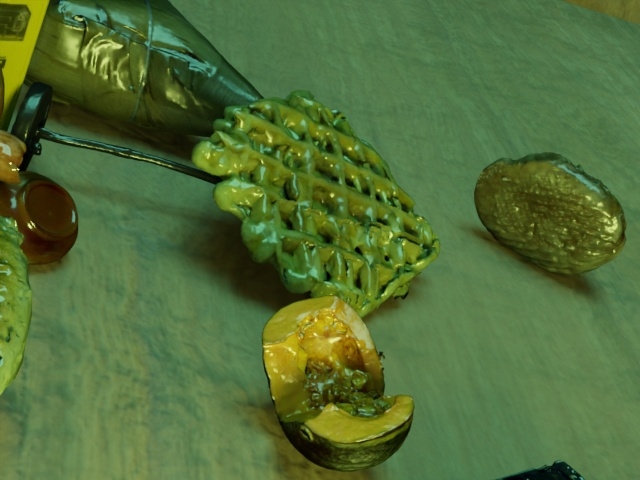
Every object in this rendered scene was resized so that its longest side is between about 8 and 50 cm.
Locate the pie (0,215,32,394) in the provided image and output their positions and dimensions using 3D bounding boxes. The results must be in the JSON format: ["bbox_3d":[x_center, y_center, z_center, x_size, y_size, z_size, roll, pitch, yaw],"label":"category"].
[{"bbox_3d":[-0.381,0.059,1.209,0.296,0.078,0.371,22,44,0],"label":"pie"}]

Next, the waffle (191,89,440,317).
[{"bbox_3d":[0.001,-0.049,1.754,0.297,0.073,0.317,50,31,5],"label":"waffle"}]

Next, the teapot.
[{"bbox_3d":[-0.301,-0.019,1.580,0.129,0.078,0.098,-3,73,-60],"label":"teapot"}]

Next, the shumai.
[{"bbox_3d":[0.318,-0.046,2.030,0.209,0.161,0.153,13,21,29],"label":"shumai"}]

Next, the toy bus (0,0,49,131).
[{"bbox_3d":[-0.384,-0.257,1.690,0.144,0.330,0.152,-4,37,-44],"label":"toy bus"}]

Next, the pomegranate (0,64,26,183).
[{"bbox_3d":[-0.411,-0.124,1.492,0.270,0.252,0.229,18,4,-1],"label":"pomegranate"}]

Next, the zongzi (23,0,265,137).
[{"bbox_3d":[-0.189,-0.240,2.018,0.361,0.160,0.323,18,25,-6],"label":"zongzi"}]

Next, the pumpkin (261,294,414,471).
[{"bbox_3d":[0.015,0.149,1.425,0.119,0.107,0.183,-9,41,-16],"label":"pumpkin"}]

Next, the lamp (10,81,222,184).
[{"bbox_3d":[-0.184,-0.107,1.789,0.371,0.130,0.108,5,43,-20],"label":"lamp"}]

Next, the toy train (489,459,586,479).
[{"bbox_3d":[0.154,0.250,1.395,0.234,0.051,0.052,-8,36,-42],"label":"toy train"}]
